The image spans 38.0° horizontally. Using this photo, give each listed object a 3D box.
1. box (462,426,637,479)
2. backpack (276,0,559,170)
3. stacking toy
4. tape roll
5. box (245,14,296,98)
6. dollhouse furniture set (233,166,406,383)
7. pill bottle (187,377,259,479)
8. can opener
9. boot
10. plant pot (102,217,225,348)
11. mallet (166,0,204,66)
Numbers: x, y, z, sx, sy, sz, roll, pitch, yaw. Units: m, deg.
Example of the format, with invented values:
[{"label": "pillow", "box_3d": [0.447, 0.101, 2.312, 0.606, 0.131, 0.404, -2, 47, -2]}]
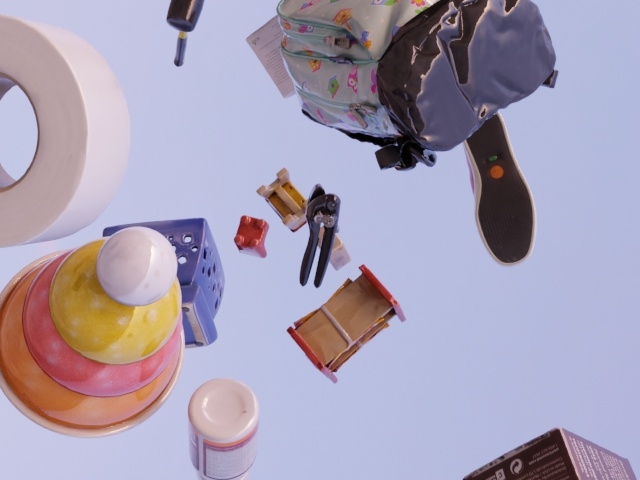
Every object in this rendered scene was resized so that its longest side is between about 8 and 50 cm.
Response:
[{"label": "box", "box_3d": [0.328, 0.378, 1.240, 0.168, 0.203, 0.167, -36, -133, 26]}, {"label": "backpack", "box_3d": [0.053, -0.133, 0.652, 0.182, 0.152, 0.115, 23, -46, 51]}, {"label": "stacking toy", "box_3d": [-0.329, 0.110, 1.503, 0.480, 0.350, 0.351, 141, -46, -56]}, {"label": "tape roll", "box_3d": [-0.384, -0.135, 1.156, 0.286, 0.100, 0.286, 2, -84, 19]}, {"label": "box", "box_3d": [-0.009, -0.233, 1.068, 0.101, 0.087, 0.102, -40, -167, -28]}, {"label": "dollhouse furniture set", "box_3d": [-0.024, 0.070, 1.835, 0.201, 0.152, 0.374, -39, -108, -3]}, {"label": "pill bottle", "box_3d": [-0.169, 0.345, 1.615, 0.221, 0.121, 0.121, 98, -21, -49]}, {"label": "can opener", "box_3d": [0.000, 0.000, 1.546, 0.073, 0.059, 0.186, -83, 179, -63]}, {"label": "boot", "box_3d": [0.269, -0.086, 1.413, 0.088, 0.176, 0.244, -13, -88, 10]}, {"label": "plant pot", "box_3d": [-0.340, 0.109, 2.020, 0.235, 0.236, 0.212, -6, -128, 2]}, {"label": "mallet", "box_3d": [-0.177, -0.259, 1.185, 0.190, 0.039, 0.062, 124, -19, -66]}]
